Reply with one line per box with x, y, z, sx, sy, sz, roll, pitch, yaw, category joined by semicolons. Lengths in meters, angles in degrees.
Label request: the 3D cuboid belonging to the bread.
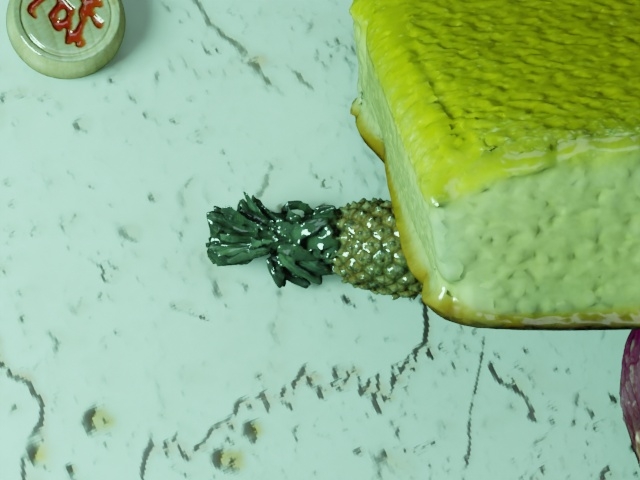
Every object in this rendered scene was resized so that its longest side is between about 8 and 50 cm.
0.195;-0.078;1.205;0.324;0.333;0.143;-6;119;-4;bread

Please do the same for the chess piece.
-0.179;-0.154;1.305;0.084;0.038;0.083;3;74;-11;chess piece

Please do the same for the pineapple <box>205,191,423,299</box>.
0.000;0.000;1.284;0.159;0.074;0.074;5;74;-1;pineapple

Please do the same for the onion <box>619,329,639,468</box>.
0.309;0.116;1.218;0.272;0.256;0.230;-16;94;-36;onion
